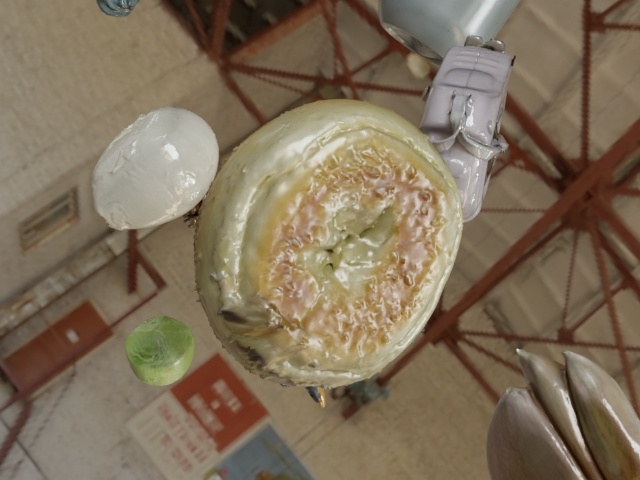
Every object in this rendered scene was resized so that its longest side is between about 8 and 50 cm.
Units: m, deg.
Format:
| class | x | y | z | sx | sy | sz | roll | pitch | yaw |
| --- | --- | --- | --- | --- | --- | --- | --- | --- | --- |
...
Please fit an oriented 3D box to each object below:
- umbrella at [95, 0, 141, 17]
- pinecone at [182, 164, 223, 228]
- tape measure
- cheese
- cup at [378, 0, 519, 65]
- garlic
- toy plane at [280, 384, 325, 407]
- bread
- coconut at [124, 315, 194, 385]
| class | x | y | z | sx | sy | sz | roll | pitch | yaw |
| --- | --- | --- | --- | --- | --- | --- | --- | --- | --- |
| umbrella | -0.161 | -0.322 | 1.055 | 0.052 | 0.053 | 0.250 | 37 | -53 | 1 |
| pinecone | -0.229 | -0.094 | 2.389 | 0.179 | 0.195 | 0.150 | 152 | -68 | -82 |
| tape measure | 0.172 | -0.123 | 1.345 | 0.120 | 0.236 | 0.197 | 12 | -60 | 11 |
| cheese | -0.248 | -0.114 | 1.686 | 0.189 | 0.198 | 0.154 | -36 | -66 | 29 |
| cup | 0.239 | -0.442 | 1.738 | 0.205 | 0.312 | 0.205 | 33 | 2 | -1 |
| garlic | 0.376 | 0.327 | 1.639 | 0.279 | 0.132 | 0.325 | -48 | -127 | 27 |
| toy plane | -0.066 | 0.145 | 1.862 | 0.204 | 0.103 | 0.316 | -8 | -83 | 66 |
| bread | 0.000 | 0.000 | 1.127 | 0.159 | 0.305 | 0.305 | 31 | -30 | 57 |
| coconut | -0.199 | 0.135 | 1.353 | 0.088 | 0.088 | 0.096 | 42 | -31 | 26 |
